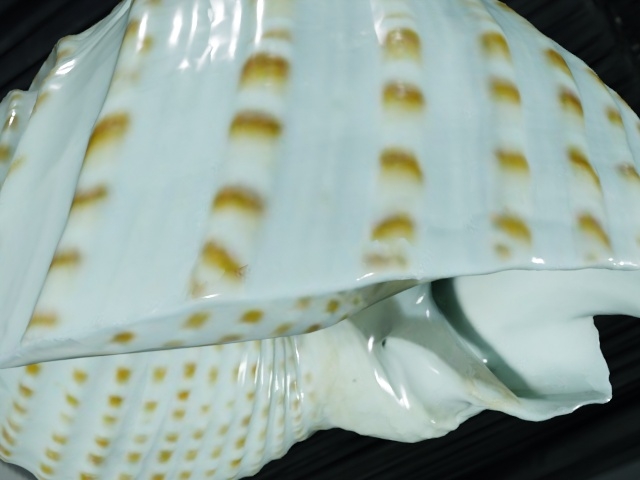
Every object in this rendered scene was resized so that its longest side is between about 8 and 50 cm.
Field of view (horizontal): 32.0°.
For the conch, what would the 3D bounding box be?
[{"bbox_3d":[-0.007,-0.015,0.472,0.319,0.303,0.215,-7,75,-24],"label":"conch"}]
